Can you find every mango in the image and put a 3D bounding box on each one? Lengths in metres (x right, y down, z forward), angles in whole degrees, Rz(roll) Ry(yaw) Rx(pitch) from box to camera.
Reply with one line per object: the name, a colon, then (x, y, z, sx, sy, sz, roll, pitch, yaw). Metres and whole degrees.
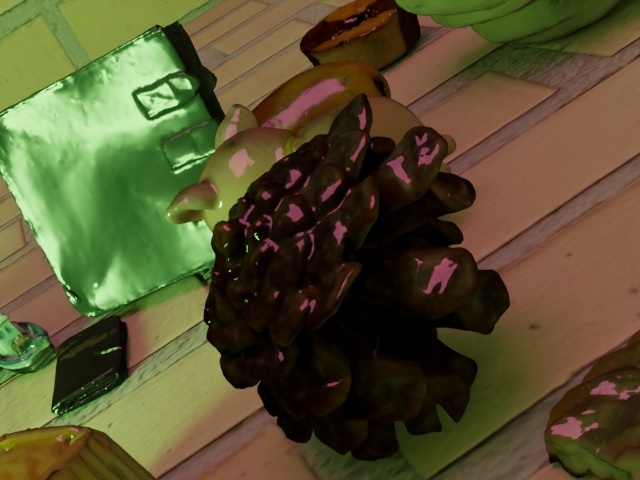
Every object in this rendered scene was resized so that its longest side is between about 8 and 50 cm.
mango: (-0.034, -0.106, 1.235, 0.253, 0.113, 0.138, -36, 24, 7)

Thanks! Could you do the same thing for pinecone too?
pinecone: (0.022, 0.031, 0.725, 0.202, 0.201, 0.229, -42, 20, -16)

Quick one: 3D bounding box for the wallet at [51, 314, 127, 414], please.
wallet: (-0.228, 0.120, 1.111, 0.082, 0.018, 0.156, -30, 20, 1)

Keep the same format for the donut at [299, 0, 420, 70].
donut: (0.058, -0.281, 1.552, 0.166, 0.073, 0.184, -43, 25, -31)

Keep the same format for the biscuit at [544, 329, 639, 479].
biscuit: (0.249, 0.070, 0.558, 0.187, 0.036, 0.274, -43, 24, -28)

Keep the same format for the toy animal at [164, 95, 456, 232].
toy animal: (0.004, -0.049, 1.019, 0.248, 0.149, 0.165, -7, 25, 21)

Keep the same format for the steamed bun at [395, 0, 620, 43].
steamed bun: (0.200, -0.380, 1.194, 0.339, 0.352, 0.247, -20, 14, 18)

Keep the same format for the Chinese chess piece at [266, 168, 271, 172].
Chinese chess piece: (0.000, 0.000, 0.906, 0.144, 0.144, 0.058, -26, -13, 13)

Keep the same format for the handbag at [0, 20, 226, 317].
handbag: (-0.196, -0.072, 1.176, 0.260, 0.247, 0.079, -22, 7, 23)

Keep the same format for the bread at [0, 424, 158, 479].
bread: (-0.214, 0.237, 0.689, 0.153, 0.119, 0.288, -11, 29, 35)

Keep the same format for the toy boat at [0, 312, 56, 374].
toy boat: (-0.338, 0.107, 1.221, 0.059, 0.066, 0.140, -45, 24, -24)
